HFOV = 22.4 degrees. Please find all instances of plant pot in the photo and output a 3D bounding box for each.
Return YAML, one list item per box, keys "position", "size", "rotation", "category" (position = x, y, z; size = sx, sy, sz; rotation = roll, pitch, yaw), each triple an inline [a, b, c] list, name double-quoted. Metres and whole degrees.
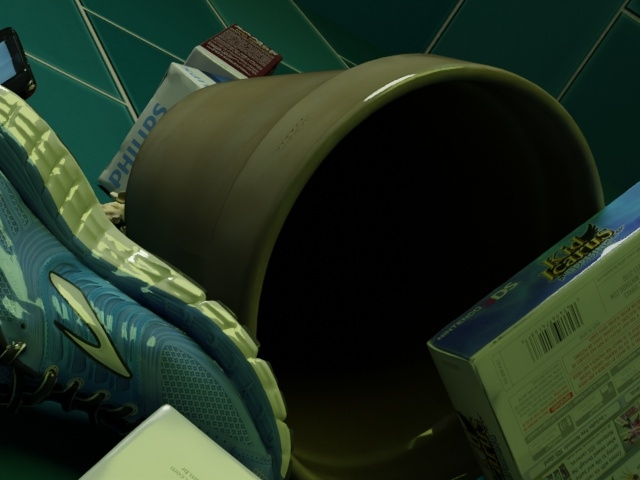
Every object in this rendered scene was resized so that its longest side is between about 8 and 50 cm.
- position: [0.000, 0.000, 1.204]
  size: [0.323, 0.323, 0.280]
  rotation: [21, 3, -42]
  category: "plant pot"

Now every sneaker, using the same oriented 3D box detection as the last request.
- position: [-0.156, 0.065, 0.960]
  size: [0.330, 0.130, 0.147]
  rotation: [46, 52, -10]
  category: "sneaker"

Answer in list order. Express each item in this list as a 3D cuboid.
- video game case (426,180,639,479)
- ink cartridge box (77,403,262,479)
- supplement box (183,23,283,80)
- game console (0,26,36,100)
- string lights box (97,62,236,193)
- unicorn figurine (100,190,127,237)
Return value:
- position: [0.230, 0.105, 1.178]
  size: [0.061, 0.269, 0.244]
  rotation: [17, -43, 57]
  category: "video game case"
- position: [-0.059, 0.210, 0.730]
  size: [0.223, 0.045, 0.224]
  rotation: [38, 44, 12]
  category: "ink cartridge box"
- position: [-0.115, -0.146, 1.694]
  size: [0.073, 0.130, 0.239]
  rotation: [34, 15, -3]
  category: "supplement box"
- position: [-0.318, -0.148, 1.351]
  size: [0.085, 0.124, 0.144]
  rotation: [57, 0, -33]
  category: "game console"
- position: [-0.081, -0.077, 1.533]
  size: [0.077, 0.133, 0.260]
  rotation: [41, 16, 24]
  category: "string lights box"
- position: [-0.111, -0.004, 1.364]
  size: [0.162, 0.060, 0.111]
  rotation: [33, 2, 18]
  category: "unicorn figurine"
